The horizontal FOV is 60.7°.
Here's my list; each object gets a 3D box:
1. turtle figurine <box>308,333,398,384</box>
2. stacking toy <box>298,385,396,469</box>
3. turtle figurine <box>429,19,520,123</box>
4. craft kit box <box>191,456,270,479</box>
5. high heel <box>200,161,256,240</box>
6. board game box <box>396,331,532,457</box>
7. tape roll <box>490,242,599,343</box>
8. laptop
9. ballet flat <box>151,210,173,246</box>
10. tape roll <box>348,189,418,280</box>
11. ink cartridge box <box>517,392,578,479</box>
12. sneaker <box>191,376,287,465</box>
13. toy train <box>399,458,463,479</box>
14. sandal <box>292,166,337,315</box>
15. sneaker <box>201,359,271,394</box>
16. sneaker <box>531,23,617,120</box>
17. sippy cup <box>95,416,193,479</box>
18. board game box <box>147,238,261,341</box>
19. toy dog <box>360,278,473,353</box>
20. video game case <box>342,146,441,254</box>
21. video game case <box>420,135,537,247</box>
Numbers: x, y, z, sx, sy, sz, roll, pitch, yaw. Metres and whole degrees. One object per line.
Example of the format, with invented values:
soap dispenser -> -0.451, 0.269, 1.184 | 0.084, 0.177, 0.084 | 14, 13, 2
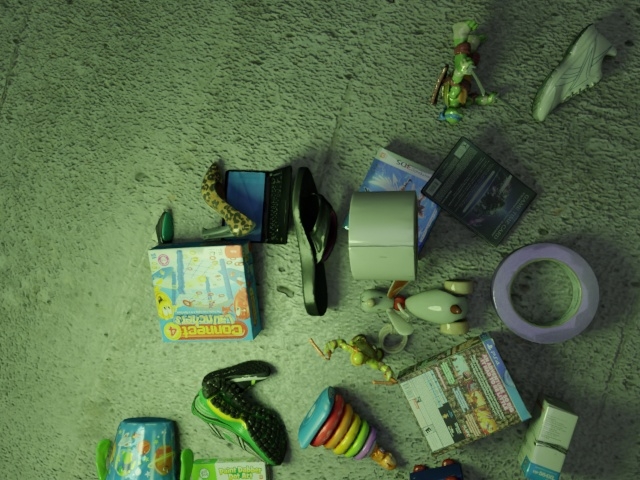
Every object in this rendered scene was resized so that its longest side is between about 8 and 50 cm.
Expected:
turtle figurine -> 0.109, 0.316, 1.563 | 0.269, 0.217, 0.087 | 22, 93, 12
stacking toy -> 0.100, 0.581, 1.605 | 0.301, 0.175, 0.166 | 33, 98, -1
turtle figurine -> 0.448, -0.469, 1.533 | 0.197, 0.274, 0.267 | 6, 85, -22
craft kit box -> -0.272, 0.812, 1.713 | 0.249, 0.061, 0.247 | -7, 84, 11
high heel -> -0.276, -0.130, 1.702 | 0.186, 0.093, 0.262 | -7, 74, 22
board game box -> 0.395, 0.428, 1.539 | 0.290, 0.141, 0.232 | -26, 83, 10
tape roll -> 0.621, 0.145, 1.528 | 0.274, 0.090, 0.275 | -1, 87, 12
laptop -> -0.201, -0.109, 1.682 | 0.136, 0.264, 0.235 | 4, 90, -25
ballet flat -> -0.515, 0.009, 1.780 | 0.074, 0.074, 0.203 | -8, 89, 11
tape roll -> 0.178, -0.013, 1.486 | 0.168, 0.246, 0.247 | 0, 88, 12
ink cartridge box -> 0.615, 0.537, 1.486 | 0.085, 0.148, 0.203 | 18, 92, 13
sneaker -> -0.243, 0.565, 1.673 | 0.343, 0.134, 0.146 | 43, 124, -5
toy train -> 0.301, 0.738, 1.578 | 0.247, 0.105, 0.144 | -17, 98, 11
sandal -> 0.001, 0.001, 1.629 | 0.106, 0.167, 0.447 | -5, 96, 17
sneaker -> -0.259, 0.448, 1.721 | 0.234, 0.084, 0.097 | -13, 111, 12
sneaker -> 0.706, -0.453, 1.523 | 0.129, 0.111, 0.297 | 37, 97, 5
sippy cup -> -0.550, 0.672, 1.700 | 0.305, 0.240, 0.224 | 4, 78, -12
board game box -> -0.356, 0.157, 1.696 | 0.307, 0.086, 0.302 | -4, 102, 12
toy dog -> 0.283, 0.193, 1.560 | 0.333, 0.161, 0.220 | -20, 84, 10
video game case -> 0.230, -0.107, 1.631 | 0.244, 0.061, 0.270 | 26, 94, 12
video game case -> 0.454, -0.137, 1.566 | 0.274, 0.026, 0.196 | 37, 93, -5
